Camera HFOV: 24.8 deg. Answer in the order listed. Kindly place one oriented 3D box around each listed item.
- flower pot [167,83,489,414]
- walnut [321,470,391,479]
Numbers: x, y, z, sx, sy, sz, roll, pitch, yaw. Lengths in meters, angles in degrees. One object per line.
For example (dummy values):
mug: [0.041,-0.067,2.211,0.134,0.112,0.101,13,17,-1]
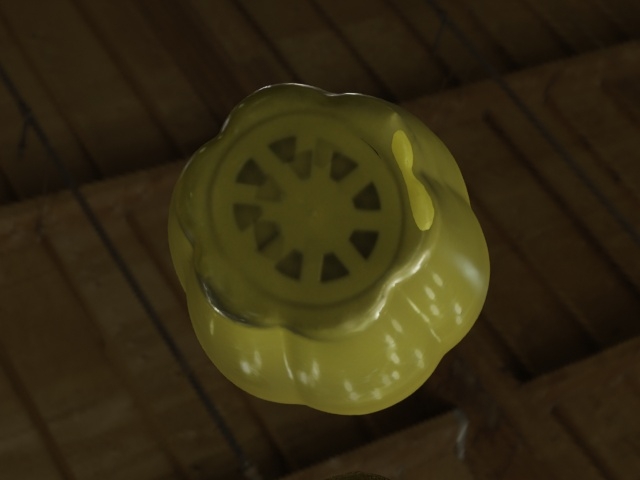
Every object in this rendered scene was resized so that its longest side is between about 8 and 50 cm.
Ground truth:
flower pot: [0.000,0.000,0.820,0.195,0.179,0.195,-1,-99,5]
walnut: [0.015,0.203,0.786,0.140,0.140,0.162,26,-151,8]
